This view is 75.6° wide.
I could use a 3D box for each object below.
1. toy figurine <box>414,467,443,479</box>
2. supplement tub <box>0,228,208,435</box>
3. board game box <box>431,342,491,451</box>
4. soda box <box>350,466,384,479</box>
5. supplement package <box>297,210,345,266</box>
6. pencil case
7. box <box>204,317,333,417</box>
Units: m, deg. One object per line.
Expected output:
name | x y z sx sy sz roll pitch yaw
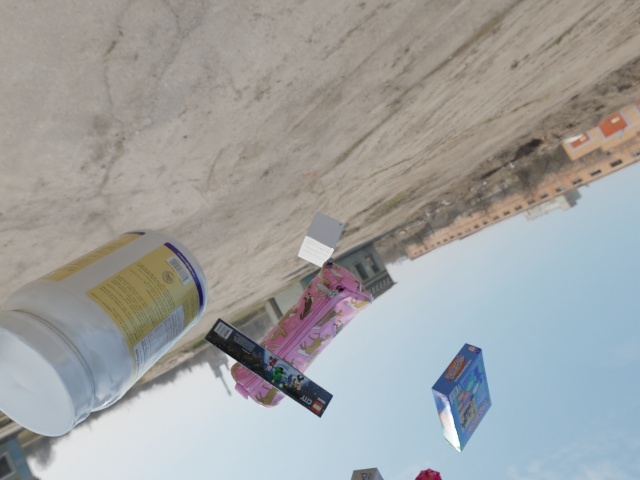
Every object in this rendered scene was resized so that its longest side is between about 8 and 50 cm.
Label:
toy figurine | 0.320 0.748 1.201 0.173 0.130 0.159 13 -149 36
supplement tub | -0.385 0.142 0.738 0.241 0.241 0.331 -31 -170 29
board game box | 0.350 0.383 1.009 0.160 0.210 0.047 -38 -148 -31
soda box | 0.127 0.861 1.286 0.098 0.091 0.286 -23 -168 26
supplement package | 0.000 0.000 1.404 0.179 0.105 0.105 117 -2 -63
pencil case | -0.047 0.231 1.012 0.386 0.167 0.160 -49 -145 5
box | -0.095 0.227 0.752 0.044 0.233 0.159 -56 179 -16
